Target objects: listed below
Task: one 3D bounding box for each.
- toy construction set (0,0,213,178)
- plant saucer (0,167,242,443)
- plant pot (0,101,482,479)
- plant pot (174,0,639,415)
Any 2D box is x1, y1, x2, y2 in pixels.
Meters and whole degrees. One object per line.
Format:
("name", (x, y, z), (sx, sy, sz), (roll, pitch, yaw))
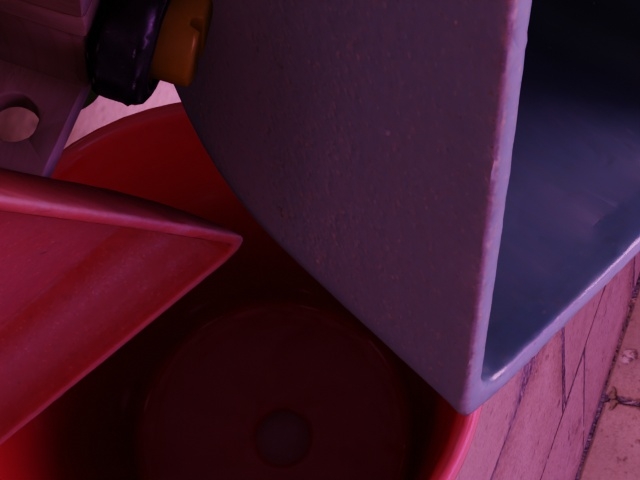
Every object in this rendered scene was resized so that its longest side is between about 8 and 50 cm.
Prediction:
("toy construction set", (-0.152, -0.157, 0.429), (0.237, 0.257, 0.309), (89, -6, -74))
("plant saucer", (-0.183, 0.052, 0.423), (0.259, 0.048, 0.258), (-39, 164, 14))
("plant pot", (-0.041, 0.091, 0.705), (0.243, 0.275, 0.275), (70, 35, -69))
("plant pot", (0.050, -0.133, 0.542), (0.248, 0.252, 0.247), (-39, 148, -29))
